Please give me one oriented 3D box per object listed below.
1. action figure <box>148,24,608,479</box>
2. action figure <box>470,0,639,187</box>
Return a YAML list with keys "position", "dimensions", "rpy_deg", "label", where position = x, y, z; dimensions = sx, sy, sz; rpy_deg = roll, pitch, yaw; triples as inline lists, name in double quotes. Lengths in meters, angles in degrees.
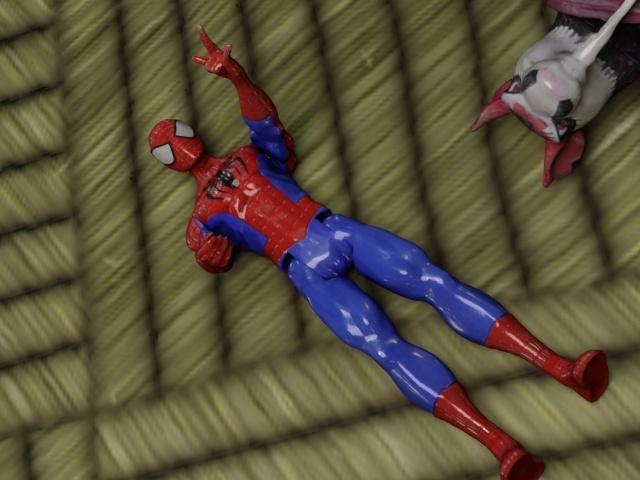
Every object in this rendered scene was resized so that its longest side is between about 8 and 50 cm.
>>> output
- position: [0.000, 0.000, 0.701]
  dimensions: [0.280, 0.139, 0.091]
  rpy_deg: [35, 84, 29]
  label: "action figure"
- position: [0.197, -0.181, 0.665]
  dimensions: [0.370, 0.248, 0.275]
  rpy_deg: [-43, 25, 27]
  label: "action figure"
